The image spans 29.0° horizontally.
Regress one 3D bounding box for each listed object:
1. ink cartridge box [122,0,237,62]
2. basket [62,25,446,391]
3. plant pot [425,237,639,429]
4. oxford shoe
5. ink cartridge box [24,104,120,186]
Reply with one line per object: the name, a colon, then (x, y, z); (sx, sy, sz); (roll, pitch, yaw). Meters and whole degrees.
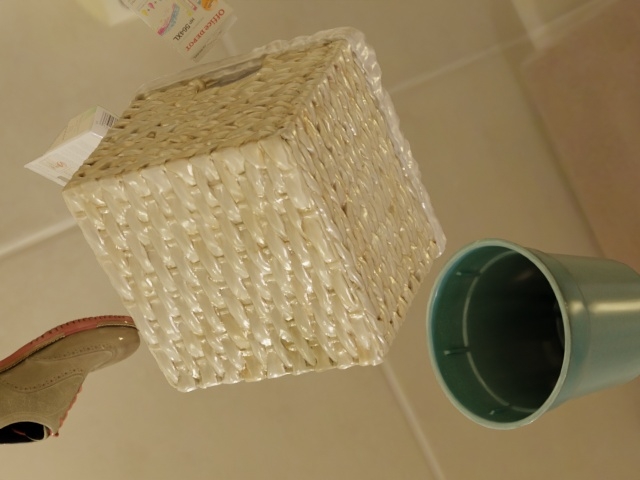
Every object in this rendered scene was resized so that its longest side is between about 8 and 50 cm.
ink cartridge box: (-0.183, -0.307, 1.612); (0.092, 0.143, 0.090); (-48, -162, 5)
basket: (-0.072, -0.033, 1.479); (0.328, 0.331, 0.266); (-11, -152, 27)
plant pot: (0.433, 0.164, 2.304); (0.334, 0.341, 0.341); (-1, 163, -41)
oxford shoe: (-0.361, 0.198, 1.600); (0.348, 0.130, 0.123); (-22, 162, -42)
ink cartridge box: (-0.347, -0.128, 2.000); (0.225, 0.181, 0.056); (-15, -127, 50)
